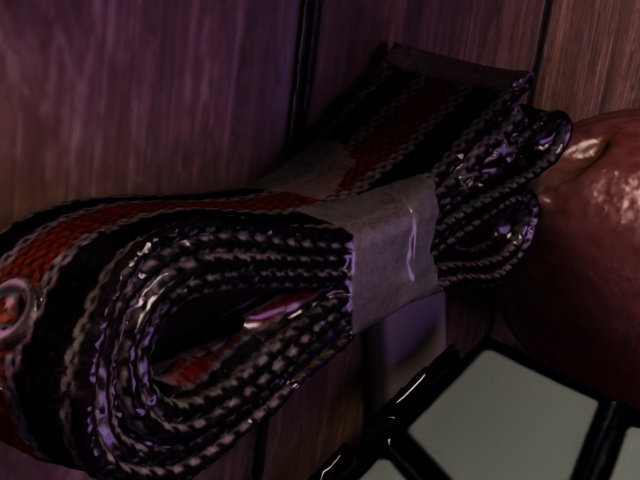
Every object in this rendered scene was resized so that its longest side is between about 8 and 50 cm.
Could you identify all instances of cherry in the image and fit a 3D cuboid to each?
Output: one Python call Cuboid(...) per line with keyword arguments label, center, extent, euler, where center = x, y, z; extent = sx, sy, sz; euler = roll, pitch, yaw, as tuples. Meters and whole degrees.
Cuboid(label="cherry", center=(0.240, 0.014, 0.678), extent=(0.307, 0.261, 0.221), euler=(8, 98, -40))

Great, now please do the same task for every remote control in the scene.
Cuboid(label="remote control", center=(0.057, 0.124, 0.663), extent=(0.067, 0.029, 0.261), euler=(-31, 128, -40))

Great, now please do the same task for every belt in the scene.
Cuboid(label="belt", center=(0.000, 0.000, 0.452), extent=(0.359, 0.094, 0.126), euler=(-28, 128, -47))

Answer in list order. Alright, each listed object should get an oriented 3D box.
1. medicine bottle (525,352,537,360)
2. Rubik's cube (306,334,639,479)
Cuboid(label="medicine bottle", center=(0.178, 0.116, 0.823), extent=(0.083, 0.047, 0.047), euler=(20, 87, -57))
Cuboid(label="Rubik's cube", center=(0.120, 0.274, 0.553), extent=(0.288, 0.293, 0.283), euler=(-38, 133, -26))
